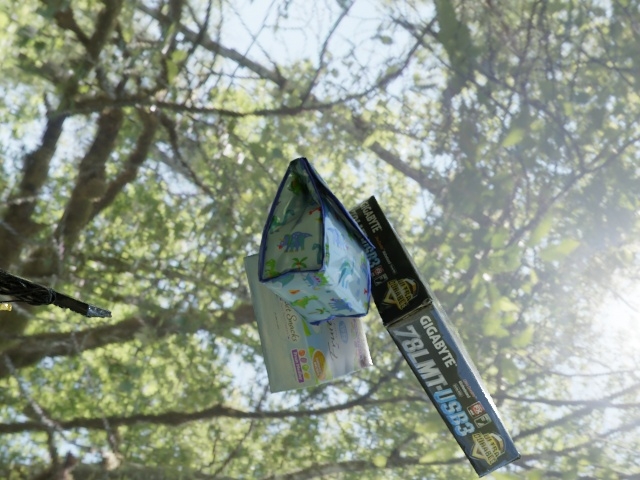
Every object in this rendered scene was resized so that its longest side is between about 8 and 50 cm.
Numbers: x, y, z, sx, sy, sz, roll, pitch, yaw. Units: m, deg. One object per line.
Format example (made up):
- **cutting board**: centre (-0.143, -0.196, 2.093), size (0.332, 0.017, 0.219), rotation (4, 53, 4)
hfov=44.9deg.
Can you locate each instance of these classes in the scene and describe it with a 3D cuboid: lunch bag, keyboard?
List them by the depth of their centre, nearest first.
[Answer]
- **lunch bag**: centre (0.000, 0.000, 0.866), size (0.096, 0.129, 0.151), rotation (-13, -124, 20)
- **keyboard**: centre (-0.358, 0.067, 0.945), size (0.192, 0.100, 0.038), rotation (17, -99, 15)

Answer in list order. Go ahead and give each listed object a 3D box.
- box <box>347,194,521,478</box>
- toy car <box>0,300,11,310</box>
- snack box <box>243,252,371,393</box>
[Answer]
- **box**: centre (0.142, 0.121, 1.054), size (0.073, 0.295, 0.293), rotation (-31, -152, 5)
- **toy car**: centre (-0.490, 0.048, 1.114), size (0.060, 0.122, 0.040), rotation (-57, 176, -3)
- **snack box**: centre (-0.011, 0.099, 1.023), size (0.070, 0.207, 0.174), rotation (-15, -97, 23)
